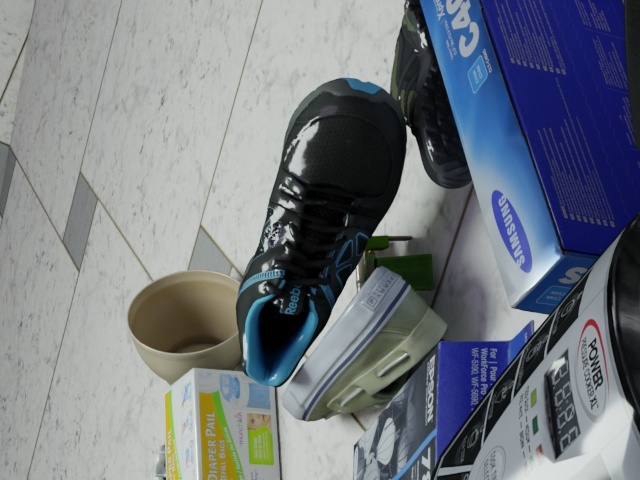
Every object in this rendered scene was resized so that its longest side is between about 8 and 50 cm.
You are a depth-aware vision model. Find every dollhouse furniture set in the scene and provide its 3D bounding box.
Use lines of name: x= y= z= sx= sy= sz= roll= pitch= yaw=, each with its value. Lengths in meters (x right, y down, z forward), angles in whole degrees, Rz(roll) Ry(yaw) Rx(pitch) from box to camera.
dollhouse furniture set: x=0.075 y=0.034 z=1.414 sx=0.152 sy=0.059 sz=0.076 roll=148 pitch=120 yaw=-80

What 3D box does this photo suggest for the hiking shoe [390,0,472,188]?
hiking shoe: x=0.119 y=-0.136 z=1.334 sx=0.114 sy=0.086 sz=0.226 roll=111 pitch=159 yaw=-57

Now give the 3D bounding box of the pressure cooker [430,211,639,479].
pressure cooker: x=0.275 y=0.134 z=0.621 sx=0.370 sy=0.376 sz=0.420 roll=47 pitch=130 yaw=19

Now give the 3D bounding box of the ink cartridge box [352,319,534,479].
ink cartridge box: x=0.100 y=0.204 z=1.178 sx=0.332 sy=0.065 sz=0.165 roll=120 pitch=157 yaw=-56

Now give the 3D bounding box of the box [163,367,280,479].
box: x=-0.122 y=0.270 z=1.631 sx=0.103 sy=0.114 sz=0.203 roll=-40 pitch=49 yaw=53

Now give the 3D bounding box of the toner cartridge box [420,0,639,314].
toner cartridge box: x=0.193 y=-0.099 z=1.062 sx=0.075 sy=0.165 sz=0.347 roll=-54 pitch=37 yaw=45

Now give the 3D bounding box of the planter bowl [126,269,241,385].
planter bowl: x=-0.166 y=0.131 z=1.736 sx=0.162 sy=0.162 sz=0.109 roll=-117 pitch=17 yaw=-49

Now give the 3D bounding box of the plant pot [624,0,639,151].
plant pot: x=0.302 y=-0.110 z=0.849 sx=0.188 sy=0.188 sz=0.167 roll=-124 pitch=37 yaw=-53

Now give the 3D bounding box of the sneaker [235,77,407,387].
sneaker: x=0.000 y=0.000 z=1.316 sx=0.139 sy=0.125 sz=0.340 roll=-82 pitch=9 yaw=-54

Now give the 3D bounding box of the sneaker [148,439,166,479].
sneaker: x=-0.202 y=0.401 z=1.779 sx=0.118 sy=0.110 sz=0.292 roll=162 pitch=122 yaw=-69

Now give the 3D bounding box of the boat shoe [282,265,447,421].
boat shoe: x=0.039 y=0.132 z=1.370 sx=0.109 sy=0.094 sz=0.302 roll=-48 pitch=-6 yaw=-29
